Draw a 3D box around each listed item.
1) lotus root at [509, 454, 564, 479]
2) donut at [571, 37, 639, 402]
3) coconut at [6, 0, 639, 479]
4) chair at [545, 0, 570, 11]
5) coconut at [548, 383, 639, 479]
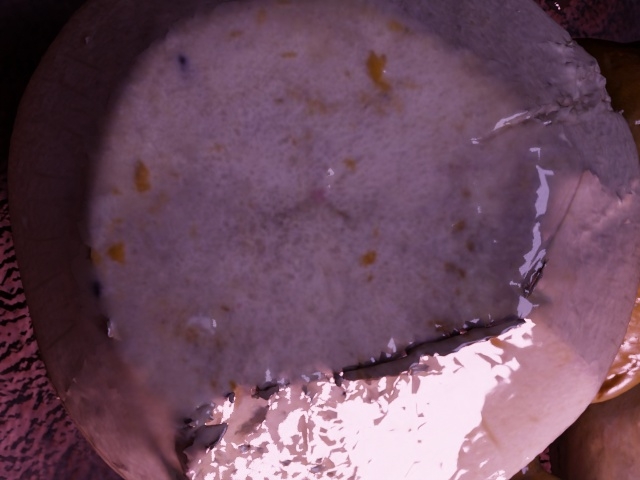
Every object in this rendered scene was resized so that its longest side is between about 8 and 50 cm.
[{"bbox_3d":[0.128,0.246,1.245,0.183,0.183,0.310,-2,89,-38],"label":"lotus root"},{"bbox_3d":[0.163,-0.009,1.145,0.128,0.208,0.261,12,124,-41],"label":"donut"},{"bbox_3d":[0.000,0.000,0.973,0.346,0.360,0.346,0,88,-1],"label":"coconut"},{"bbox_3d":[0.332,-0.258,1.279,0.160,0.186,0.319,42,76,-24],"label":"chair"},{"bbox_3d":[0.289,0.158,1.334,0.237,0.197,0.236,-13,110,-40],"label":"coconut"}]
